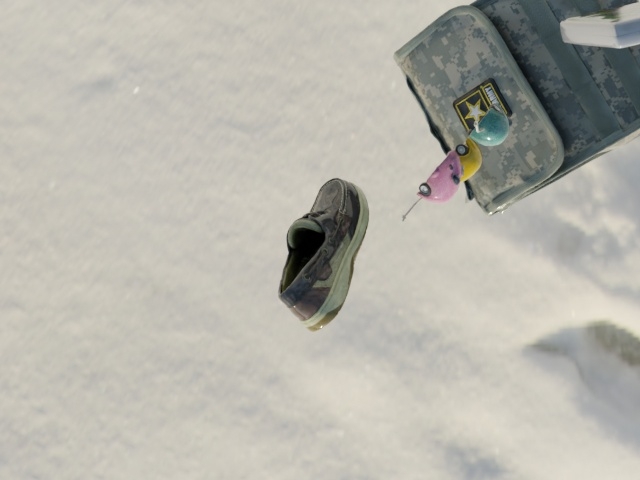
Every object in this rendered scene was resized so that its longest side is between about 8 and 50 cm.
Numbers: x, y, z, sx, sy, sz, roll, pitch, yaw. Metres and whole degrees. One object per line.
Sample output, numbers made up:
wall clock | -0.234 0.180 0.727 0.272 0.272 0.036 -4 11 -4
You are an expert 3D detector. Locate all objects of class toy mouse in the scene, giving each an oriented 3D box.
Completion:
toy mouse | 0.139 -0.080 1.516 0.031 0.143 0.161 42 69 3

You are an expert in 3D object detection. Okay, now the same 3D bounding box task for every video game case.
video game case | 0.315 -0.194 1.347 0.193 0.212 0.023 -13 98 -1

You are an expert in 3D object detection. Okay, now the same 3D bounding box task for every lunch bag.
lunch bag | 0.257 -0.189 1.922 0.287 0.169 0.235 -30 85 -1

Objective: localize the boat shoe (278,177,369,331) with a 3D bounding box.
boat shoe | -0.001 0.001 1.824 0.080 0.223 0.073 -29 123 35
